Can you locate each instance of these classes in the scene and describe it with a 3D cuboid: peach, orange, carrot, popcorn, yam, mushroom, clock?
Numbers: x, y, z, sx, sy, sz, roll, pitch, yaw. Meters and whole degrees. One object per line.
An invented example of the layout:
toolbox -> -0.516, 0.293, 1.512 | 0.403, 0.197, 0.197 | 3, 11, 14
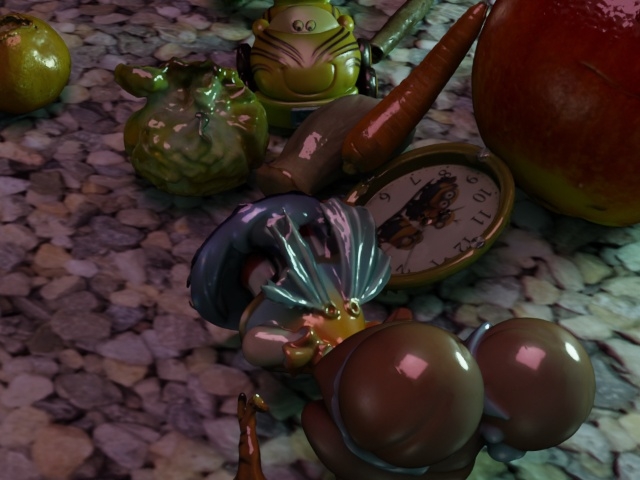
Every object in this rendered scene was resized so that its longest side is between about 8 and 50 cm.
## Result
peach -> 0.360, -0.201, 1.460 | 0.370, 0.370, 0.370 | -1, 40, 1
orange -> -0.433, -0.256, 1.727 | 0.154, 0.134, 0.155 | 4, 37, -3
carrot -> 0.120, -0.186, 1.518 | 0.271, 0.066, 0.062 | -47, 34, -1
popcorn -> -0.171, -0.154, 1.556 | 0.198, 0.212, 0.198 | -28, 19, 11
yam -> 0.150, -0.375, 1.917 | 0.045, 0.045, 0.327 | -11, 30, 40
mushroom -> 0.016, -0.121, 1.579 | 0.247, 0.108, 0.096 | -35, 19, -36
clock -> 0.127, -0.022, 1.458 | 0.237, 0.057, 0.237 | -17, 40, 15

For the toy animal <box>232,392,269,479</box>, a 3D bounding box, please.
toy animal -> -0.055, 0.251, 1.155 | 0.116, 0.114, 0.255 | -42, 31, 20

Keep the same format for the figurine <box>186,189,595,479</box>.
figurine -> 0.054, 0.105, 1.212 | 0.276, 0.248, 0.388 | -1, 37, -37

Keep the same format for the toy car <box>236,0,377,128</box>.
toy car -> -0.023, -0.271, 1.721 | 0.200, 0.142, 0.248 | -5, 38, -3

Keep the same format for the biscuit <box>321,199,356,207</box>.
biscuit -> 0.000, 0.000, 1.458 | 0.102, 0.019, 0.130 | -8, 45, 28

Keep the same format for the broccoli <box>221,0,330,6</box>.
broccoli -> -0.059, -0.434, 1.932 | 0.254, 0.186, 0.302 | -21, 1, -16
